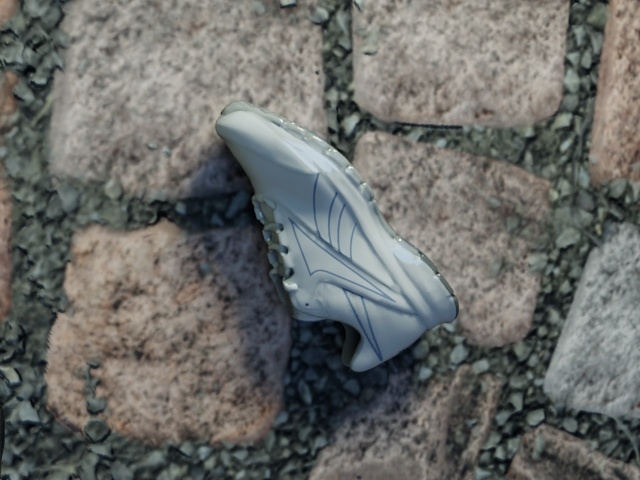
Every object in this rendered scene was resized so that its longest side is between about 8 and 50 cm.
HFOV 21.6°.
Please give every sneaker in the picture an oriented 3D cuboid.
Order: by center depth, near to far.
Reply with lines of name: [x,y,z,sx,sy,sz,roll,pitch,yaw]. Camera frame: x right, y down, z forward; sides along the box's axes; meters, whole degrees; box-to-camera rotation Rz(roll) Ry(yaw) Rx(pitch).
sneaker: [0.000,0.000,1.508,0.129,0.111,0.297,-42,109,-5]

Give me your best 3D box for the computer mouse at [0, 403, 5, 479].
computer mouse: [-0.291,0.258,1.449,0.184,0.060,0.262,13,93,-22]
